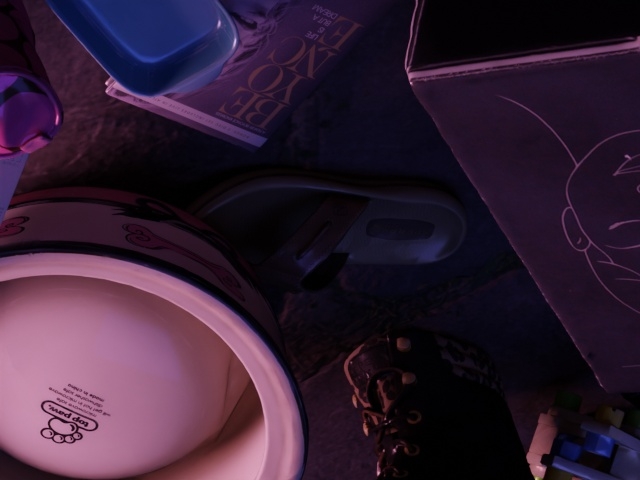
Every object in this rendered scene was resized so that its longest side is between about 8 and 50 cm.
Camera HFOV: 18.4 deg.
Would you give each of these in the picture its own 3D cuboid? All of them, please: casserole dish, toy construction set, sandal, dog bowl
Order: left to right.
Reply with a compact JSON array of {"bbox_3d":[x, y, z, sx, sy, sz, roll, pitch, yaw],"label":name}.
[{"bbox_3d":[-0.211,0.127,1.793,0.408,0.150,0.408,1,127,1],"label":"dog bowl"},{"bbox_3d":[-0.145,-0.194,1.594,0.114,0.037,0.188,-27,130,16],"label":"casserole dish"},{"bbox_3d":[0.002,-0.001,1.843,0.303,0.086,0.120,-3,138,-16],"label":"sandal"},{"bbox_3d":[0.358,0.270,2.171,0.328,0.215,0.151,38,75,-22],"label":"toy construction set"}]

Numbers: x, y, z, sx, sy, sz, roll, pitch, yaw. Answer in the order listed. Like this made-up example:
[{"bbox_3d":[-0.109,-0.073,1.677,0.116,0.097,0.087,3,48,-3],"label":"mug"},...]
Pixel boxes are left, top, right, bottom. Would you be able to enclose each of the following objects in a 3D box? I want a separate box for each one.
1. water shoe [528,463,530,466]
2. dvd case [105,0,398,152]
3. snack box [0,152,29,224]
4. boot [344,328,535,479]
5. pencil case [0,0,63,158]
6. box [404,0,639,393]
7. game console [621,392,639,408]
[{"bbox_3d":[0.224,0.323,2.326,0.080,0.073,0.203,15,133,-1],"label":"water shoe"},{"bbox_3d":[-0.054,-0.173,1.680,0.164,0.018,0.221,21,128,-36],"label":"dvd case"},{"bbox_3d":[-0.394,-0.056,1.507,0.322,0.060,0.187,15,107,-33],"label":"snack box"},{"bbox_3d":[0.078,0.227,1.979,0.377,0.284,0.138,9,135,-29],"label":"boot"},{"bbox_3d":[-0.249,-0.142,1.500,0.095,0.209,0.098,-28,129,4],"label":"pencil case"},{"bbox_3d":[0.385,-0.122,1.549,0.480,0.297,0.472,-5,143,26],"label":"box"},{"bbox_3d":[0.548,0.156,2.146,0.342,0.060,0.386,-19,149,27],"label":"game console"}]
